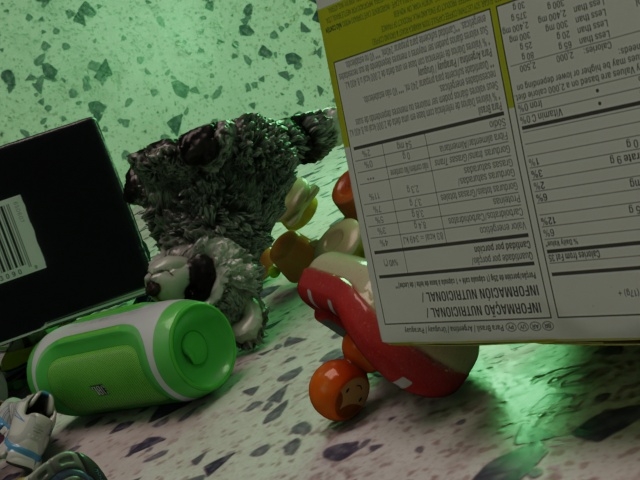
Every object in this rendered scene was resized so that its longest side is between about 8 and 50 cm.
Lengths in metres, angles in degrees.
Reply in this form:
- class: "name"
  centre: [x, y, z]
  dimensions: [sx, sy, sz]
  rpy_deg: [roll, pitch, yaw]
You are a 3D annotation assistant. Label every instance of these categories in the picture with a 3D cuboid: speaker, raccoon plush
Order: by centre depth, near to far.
- class: "speaker"
  centre: [-0.246, 0.153, 1.331]
  dimensions: [0.297, 0.131, 0.131]
  rpy_deg: [-15, 16, 40]
- class: "raccoon plush"
  centre: [-0.070, -0.021, 1.471]
  dimensions: [0.446, 0.299, 0.216]
  rpy_deg: [-19, 0, -31]

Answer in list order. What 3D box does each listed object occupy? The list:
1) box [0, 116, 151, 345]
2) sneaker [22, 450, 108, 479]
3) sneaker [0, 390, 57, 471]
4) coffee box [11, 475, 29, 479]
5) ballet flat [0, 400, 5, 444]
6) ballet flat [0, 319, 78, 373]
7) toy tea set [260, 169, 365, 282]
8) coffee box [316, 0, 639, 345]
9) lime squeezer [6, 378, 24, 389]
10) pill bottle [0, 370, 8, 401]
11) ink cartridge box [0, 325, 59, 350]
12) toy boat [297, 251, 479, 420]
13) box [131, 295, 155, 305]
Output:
- class: "box"
  centre: [-0.559, 0.014, 1.756]
  dimensions: [0.480, 0.297, 0.472]
  rpy_deg: [-20, 5, -12]
- class: "sneaker"
  centre: [-0.321, 0.307, 0.947]
  dimensions: [0.129, 0.111, 0.297]
  rpy_deg: [-31, -1, 43]
- class: "sneaker"
  centre: [-0.368, 0.226, 1.336]
  dimensions: [0.083, 0.071, 0.191]
  rpy_deg: [-62, 24, -2]
- class: "coffee box"
  centre: [-0.375, 0.318, 1.090]
  dimensions: [0.113, 0.040, 0.184]
  rpy_deg: [-19, 14, 26]
- class: "ballet flat"
  centre: [-0.496, 0.285, 1.378]
  dimensions: [0.221, 0.079, 0.077]
  rpy_deg: [-34, 14, -35]
- class: "ballet flat"
  centre: [-0.491, 0.176, 1.830]
  dimensions: [0.231, 0.077, 0.077]
  rpy_deg: [-16, 16, 37]
- class: "toy tea set"
  centre: [0.000, 0.000, 1.619]
  dimensions: [0.336, 0.124, 0.200]
  rpy_deg: [-6, 51, 47]
- class: "coffee box"
  centre: [0.246, -0.112, 0.834]
  dimensions: [0.338, 0.334, 0.338]
  rpy_deg: [-13, 3, -40]
- class: "lime squeezer"
  centre: [-0.631, 0.257, 1.817]
  dimensions: [0.110, 0.058, 0.310]
  rpy_deg: [-34, 15, -36]
- class: "pill bottle"
  centre: [-0.590, 0.249, 1.643]
  dimensions: [0.193, 0.108, 0.108]
  rpy_deg: [-15, 16, 37]
- class: "ink cartridge box"
  centre: [-0.574, 0.166, 2.070]
  dimensions: [0.109, 0.062, 0.209]
  rpy_deg: [-35, 16, -38]
- class: "toy boat"
  centre: [0.044, 0.106, 1.008]
  dimensions: [0.151, 0.151, 0.231]
  rpy_deg: [-58, 17, -6]
- class: "box"
  centre: [-0.245, 0.073, 1.732]
  dimensions: [0.136, 0.036, 0.225]
  rpy_deg: [-61, 23, -10]
